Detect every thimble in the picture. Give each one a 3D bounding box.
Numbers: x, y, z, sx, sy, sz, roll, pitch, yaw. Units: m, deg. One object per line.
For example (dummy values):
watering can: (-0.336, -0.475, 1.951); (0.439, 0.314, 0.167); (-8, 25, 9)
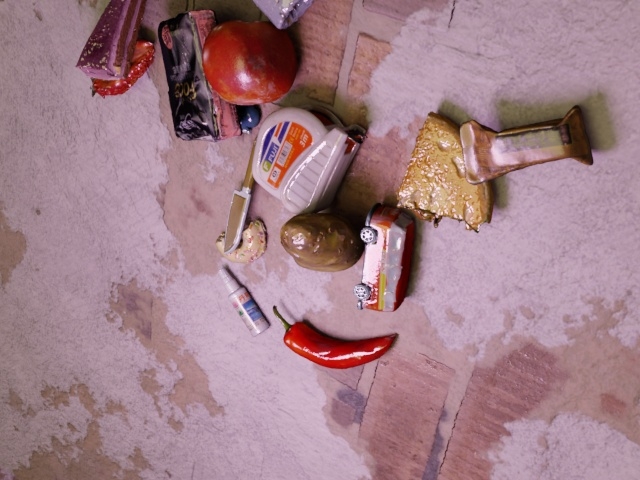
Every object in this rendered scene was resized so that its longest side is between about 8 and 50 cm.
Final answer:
thimble: (-0.082, -0.584, 1.832); (0.151, 0.127, 0.118); (-44, 86, 17)

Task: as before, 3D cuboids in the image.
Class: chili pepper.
chili pepper: (0.028, 0.276, 2.132); (0.368, 0.092, 0.137); (11, 95, 23)

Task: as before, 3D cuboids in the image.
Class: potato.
potato: (0.000, 0.000, 1.923); (0.191, 0.296, 0.141); (1, 83, 18)

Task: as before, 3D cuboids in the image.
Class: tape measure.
tape measure: (-0.035, -0.211, 1.952); (0.265, 0.130, 0.258); (38, 122, 22)

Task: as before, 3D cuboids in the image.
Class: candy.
candy: (0.423, -0.203, 1.651); (0.271, 0.101, 0.143); (-8, 101, 28)

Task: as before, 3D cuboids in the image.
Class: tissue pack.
tissue pack: (-0.314, -0.415, 2.016); (0.245, 0.123, 0.333); (15, 119, 60)

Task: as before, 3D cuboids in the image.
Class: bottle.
bottle: (-0.229, 0.175, 2.265); (0.060, 0.060, 0.217); (-37, 87, 37)

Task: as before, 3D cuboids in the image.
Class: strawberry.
strawberry: (-0.553, -0.506, 2.206); (0.228, 0.098, 0.174); (-32, 72, 16)

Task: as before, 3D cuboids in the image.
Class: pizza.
pizza: (0.271, -0.135, 1.796); (0.228, 0.081, 0.290); (-31, 88, 23)

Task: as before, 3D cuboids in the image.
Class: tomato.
tomato: (-0.159, -0.423, 1.869); (0.139, 0.233, 0.201); (-147, 52, -70)

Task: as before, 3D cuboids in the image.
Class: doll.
doll: (-0.194, -0.318, 2.063); (0.083, 0.050, 0.076); (-21, 100, 35)

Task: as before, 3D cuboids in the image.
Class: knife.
knife: (-0.210, -0.117, 2.124); (0.061, 0.027, 0.343); (24, 106, 35)

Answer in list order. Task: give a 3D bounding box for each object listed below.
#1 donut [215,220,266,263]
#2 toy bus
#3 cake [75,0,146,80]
donut: (-0.219, 0.015, 2.193); (0.166, 0.065, 0.108); (-18, 93, 35)
toy bus: (0.161, 0.045, 1.929); (0.119, 0.121, 0.265); (13, 114, 20)
cake: (-0.533, -0.554, 2.094); (0.112, 0.116, 0.295); (27, 94, 12)
